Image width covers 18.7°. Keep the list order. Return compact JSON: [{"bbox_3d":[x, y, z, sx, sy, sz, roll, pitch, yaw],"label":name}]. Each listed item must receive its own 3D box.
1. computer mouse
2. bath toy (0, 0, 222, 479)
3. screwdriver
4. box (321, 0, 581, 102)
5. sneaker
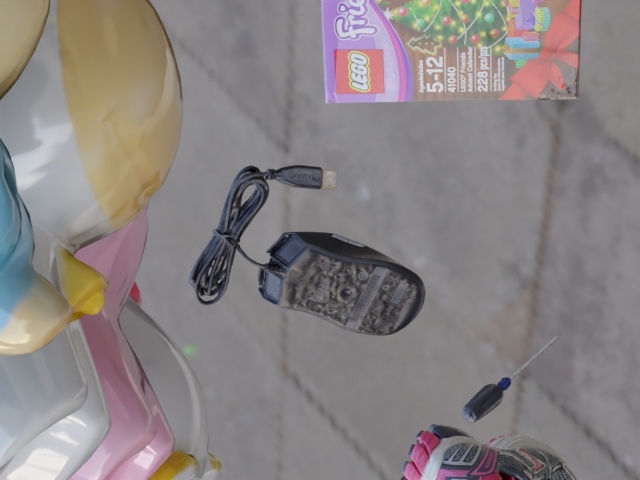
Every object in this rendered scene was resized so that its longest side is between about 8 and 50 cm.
[{"bbox_3d":[0.000,0.000,2.087,0.060,0.262,0.184,-108,34,-58],"label":"computer mouse"},{"bbox_3d":[-0.094,0.015,0.491,0.129,0.151,0.348,43,170,10],"label":"bath toy"},{"bbox_3d":[0.198,0.134,1.985,0.024,0.170,0.025,7,126,42],"label":"screwdriver"},{"bbox_3d":[0.098,-0.246,1.471,0.057,0.201,0.293,-84,-8,-61],"label":"box"},{"bbox_3d":[0.210,0.287,2.194,0.112,0.299,0.121,23,96,37],"label":"sneaker"}]
